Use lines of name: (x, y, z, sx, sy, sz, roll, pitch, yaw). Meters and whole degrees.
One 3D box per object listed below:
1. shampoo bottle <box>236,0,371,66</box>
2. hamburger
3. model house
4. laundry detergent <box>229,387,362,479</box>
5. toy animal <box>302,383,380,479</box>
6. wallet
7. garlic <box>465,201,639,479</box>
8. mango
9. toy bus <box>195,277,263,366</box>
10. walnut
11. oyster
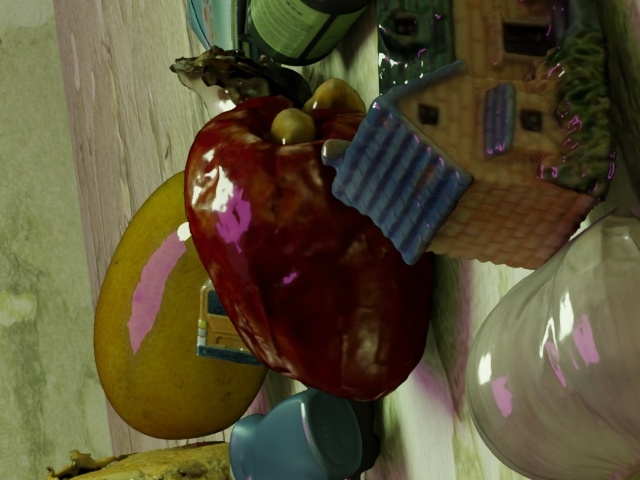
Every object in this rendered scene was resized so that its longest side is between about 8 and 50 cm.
shampoo bottle: (-0.016, -0.233, 1.782, 0.284, 0.101, 0.101, 139, 126, -72)
hamburger: (-0.175, 0.321, 2.172, 0.318, 0.319, 0.158, -173, 80, -75)
model house: (0.093, -0.091, 1.216, 0.166, 0.172, 0.183, 110, 165, -64)
laundry detergent: (-0.035, 0.211, 1.808, 0.206, 0.061, 0.096, -31, 80, 55)
toy animal: (0.013, 0.170, 1.836, 0.148, 0.085, 0.232, 161, 107, -74)
wallet: (-0.110, -0.283, 2.179, 0.250, 0.075, 0.176, -122, 27, -58)
garlic: (0.159, 0.081, 1.151, 0.229, 0.143, 0.178, 95, 163, -62)
mango: (-0.156, 0.070, 2.192, 0.264, 0.221, 0.378, -97, 19, -51)
toy bus: (-0.070, 0.058, 1.973, 0.182, 0.091, 0.103, -56, -29, -65)
walnut: (0.000, 0.000, 1.631, 0.244, 0.222, 0.269, -50, -45, -64)
oyster: (-0.049, -0.123, 1.894, 0.221, 0.096, 0.361, 53, 175, -12)
